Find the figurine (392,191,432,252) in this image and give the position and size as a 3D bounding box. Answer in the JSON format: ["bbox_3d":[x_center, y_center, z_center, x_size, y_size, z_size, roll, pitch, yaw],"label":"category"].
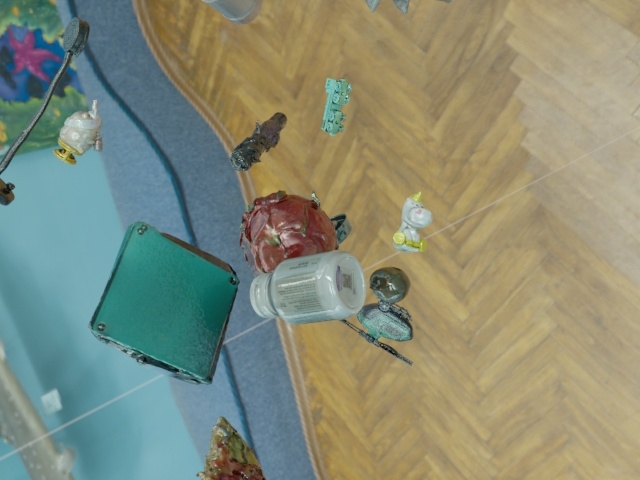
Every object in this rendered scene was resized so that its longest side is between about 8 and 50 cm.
[{"bbox_3d":[0.255,-0.052,1.868,0.129,0.109,0.178,-137,60,-72],"label":"figurine"}]

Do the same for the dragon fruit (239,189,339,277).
[{"bbox_3d":[-0.067,0.013,1.622,0.298,0.244,0.244,52,142,-12],"label":"dragon fruit"}]

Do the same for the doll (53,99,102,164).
[{"bbox_3d":[-0.436,-0.199,1.236,0.084,0.073,0.127,36,101,-1],"label":"doll"}]

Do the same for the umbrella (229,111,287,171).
[{"bbox_3d":[-0.186,-0.317,2.110,0.094,0.326,0.090,29,133,6],"label":"umbrella"}]

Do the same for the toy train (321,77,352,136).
[{"bbox_3d":[0.021,-0.213,1.056,0.045,0.029,0.092,29,112,46],"label":"toy train"}]

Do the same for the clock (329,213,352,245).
[{"bbox_3d":[0.000,0.000,1.988,0.215,0.215,0.042,-18,112,50],"label":"clock"}]

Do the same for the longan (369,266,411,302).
[{"bbox_3d":[0.176,0.113,1.708,0.113,0.113,0.092,31,125,35],"label":"longan"}]

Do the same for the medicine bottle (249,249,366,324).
[{"bbox_3d":[-0.030,0.098,1.319,0.215,0.135,0.135,-12,100,34],"label":"medicine bottle"}]

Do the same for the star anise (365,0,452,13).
[{"bbox_3d":[0.093,-0.404,0.892,0.229,0.236,0.093,62,171,-21],"label":"star anise"}]

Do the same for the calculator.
[{"bbox_3d":[-0.293,0.120,1.267,0.058,0.274,0.248,-18,52,46],"label":"calculator"}]

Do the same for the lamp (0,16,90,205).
[{"bbox_3d":[-0.542,-0.247,1.210,0.371,0.109,0.130,-59,41,10],"label":"lamp"}]

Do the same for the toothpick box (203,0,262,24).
[{"bbox_3d":[-0.201,-0.545,1.459,0.099,0.149,0.098,0,90,19],"label":"toothpick box"}]

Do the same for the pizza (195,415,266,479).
[{"bbox_3d":[-0.129,0.387,1.044,0.053,0.193,0.201,-30,88,15],"label":"pizza"}]

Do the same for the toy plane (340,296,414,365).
[{"bbox_3d":[0.161,0.250,2.146,0.382,0.106,0.155,30,94,-3],"label":"toy plane"}]
